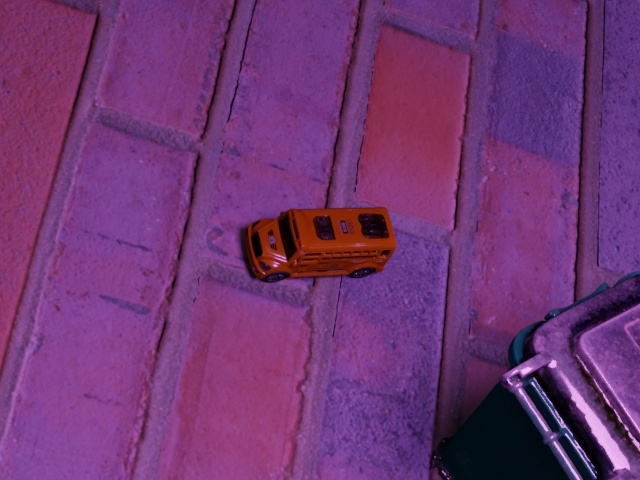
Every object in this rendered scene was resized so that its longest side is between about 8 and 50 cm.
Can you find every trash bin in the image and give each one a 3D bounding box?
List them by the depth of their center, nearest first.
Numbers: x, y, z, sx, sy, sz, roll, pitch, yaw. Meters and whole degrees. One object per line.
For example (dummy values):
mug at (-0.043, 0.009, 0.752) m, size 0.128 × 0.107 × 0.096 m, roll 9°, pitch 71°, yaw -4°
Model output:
trash bin at (0.311, 0.245, 1.874) m, size 0.295 × 0.381 × 0.259 m, roll -24°, pitch 72°, yaw -31°

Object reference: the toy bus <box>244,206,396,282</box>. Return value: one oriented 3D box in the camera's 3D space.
toy bus at (0.000, 0.000, 2.067) m, size 0.194 × 0.088 × 0.083 m, roll -2°, pitch 63°, yaw -25°
